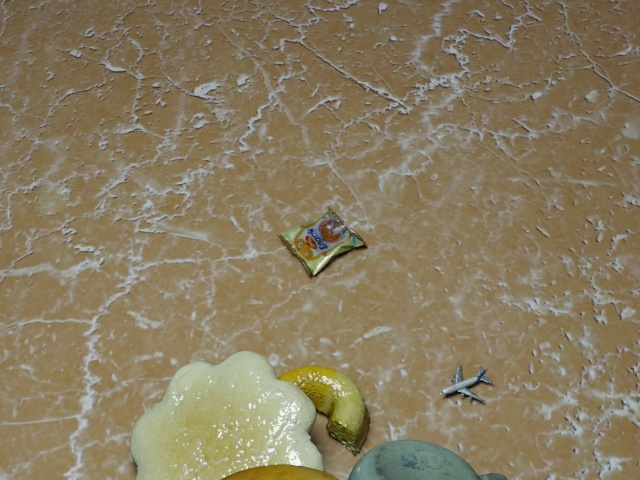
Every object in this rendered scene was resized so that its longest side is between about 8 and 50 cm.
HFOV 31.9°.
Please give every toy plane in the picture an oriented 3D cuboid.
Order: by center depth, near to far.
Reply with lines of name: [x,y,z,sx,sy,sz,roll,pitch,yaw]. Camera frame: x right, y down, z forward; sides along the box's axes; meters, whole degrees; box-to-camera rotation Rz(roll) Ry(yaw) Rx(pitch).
toy plane: [0.222,0.221,1.725,0.084,0.024,0.078,-26,54,-8]

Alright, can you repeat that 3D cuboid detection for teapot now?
teapot: [0.129,0.365,1.535,0.295,0.129,0.193,1,28,-15]

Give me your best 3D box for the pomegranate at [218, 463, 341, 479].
pomegranate: [-0.041,0.475,1.313,0.417,0.416,0.416,-2,51,3]

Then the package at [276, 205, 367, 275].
package: [0.002,-0.001,1.913,0.121,0.031,0.108,-29,55,-18]

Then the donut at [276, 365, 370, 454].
donut: [-0.017,0.253,1.686,0.181,0.078,0.146,-6,54,-3]

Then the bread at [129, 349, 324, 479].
bread: [-0.144,0.307,1.610,0.316,0.054,0.316,-8,63,16]
